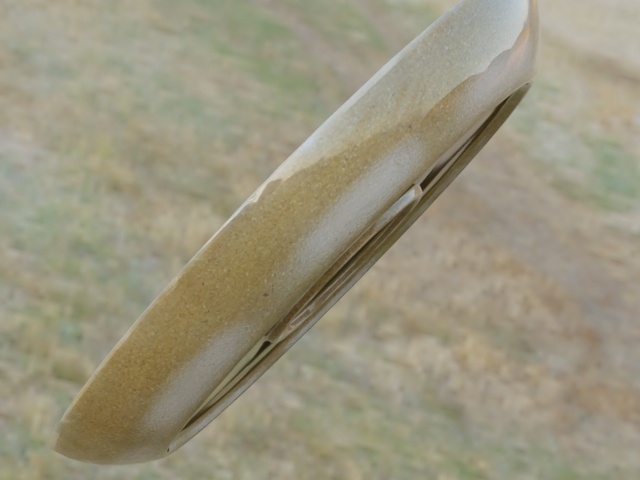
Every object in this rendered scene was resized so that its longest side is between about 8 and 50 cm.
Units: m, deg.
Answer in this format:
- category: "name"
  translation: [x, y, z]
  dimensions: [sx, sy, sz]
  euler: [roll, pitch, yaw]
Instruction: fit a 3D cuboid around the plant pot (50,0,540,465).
- category: "plant pot"
  translation: [0.000, 0.000, 0.700]
  dimensions: [0.032, 0.236, 0.236]
  euler: [45, 20, 5]
